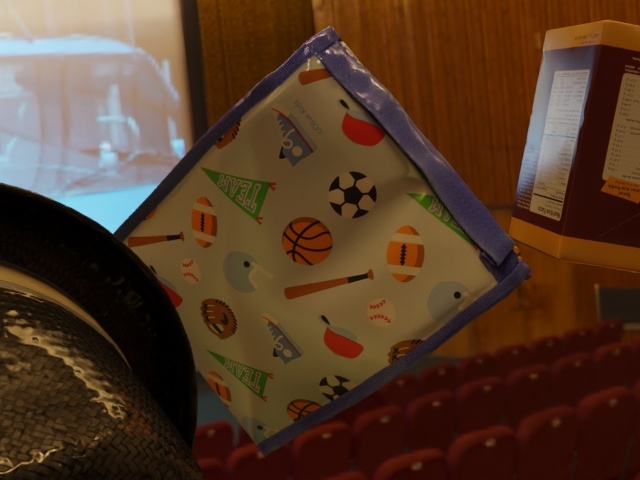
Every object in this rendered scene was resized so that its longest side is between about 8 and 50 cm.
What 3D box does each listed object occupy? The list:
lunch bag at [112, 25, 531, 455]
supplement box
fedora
[{"bbox_3d":[0.000,0.000,1.052,0.385,0.328,0.239,-40,1,44],"label":"lunch bag"},{"bbox_3d":[0.288,-0.072,0.833,0.191,0.194,0.129,9,8,-9],"label":"supplement box"},{"bbox_3d":[-0.160,0.131,0.456,0.334,0.334,0.152,-11,24,-44],"label":"fedora"}]
